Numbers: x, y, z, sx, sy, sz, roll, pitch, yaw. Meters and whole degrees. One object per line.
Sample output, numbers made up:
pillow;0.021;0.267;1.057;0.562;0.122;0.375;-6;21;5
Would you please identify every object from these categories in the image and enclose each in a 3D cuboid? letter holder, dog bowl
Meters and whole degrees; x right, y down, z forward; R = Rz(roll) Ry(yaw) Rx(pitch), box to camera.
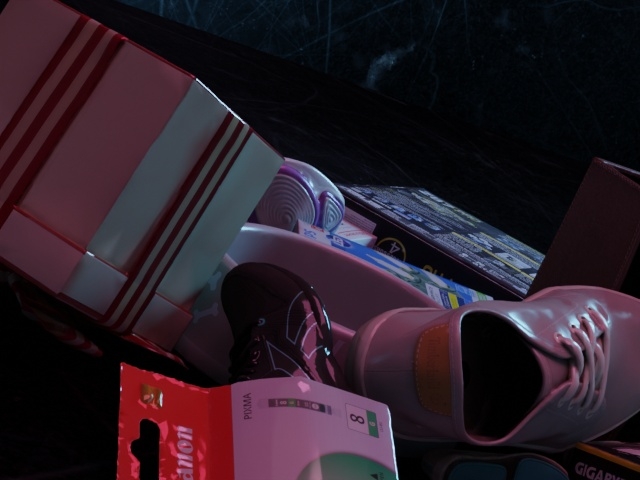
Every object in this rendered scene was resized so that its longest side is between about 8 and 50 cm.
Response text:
letter holder;0.347;0.097;1.889;0.152;0.302;0.214;16;16;-31
dog bowl;0.006;0.092;1.752;0.349;0.102;0.349;22;13;-6

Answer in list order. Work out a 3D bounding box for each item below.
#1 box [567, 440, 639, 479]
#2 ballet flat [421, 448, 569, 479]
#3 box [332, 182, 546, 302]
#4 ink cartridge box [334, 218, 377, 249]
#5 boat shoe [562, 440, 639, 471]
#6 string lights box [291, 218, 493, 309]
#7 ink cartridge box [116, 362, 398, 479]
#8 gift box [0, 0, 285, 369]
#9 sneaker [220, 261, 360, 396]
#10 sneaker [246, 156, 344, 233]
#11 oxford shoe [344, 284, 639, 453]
box;0.438;0.287;1.667;0.322;0.079;0.257;16;1;-31
ballet flat;0.169;0.222;1.634;0.168;0.057;0.052;15;6;-35
box;0.214;0.046;2.312;0.395;0.097;0.318;30;16;24
ink cartridge box;0.000;0.000;2.183;0.181;0.061;0.104;29;14;19
boat shoe;0.355;0.247;1.805;0.219;0.077;0.070;15;7;-31
string lights box;0.078;0.072;2.006;0.260;0.076;0.133;22;15;-8
ink cartridge box;-0.044;0.174;1.318;0.225;0.056;0.181;21;35;-21
gift box;-0.203;-0.038;1.580;0.255;0.258;0.276;30;-5;32
sneaker;-0.037;0.117;1.500;0.106;0.101;0.267;-2;43;-33
sneaker;-0.118;-0.069;2.077;0.305;0.114;0.152;9;14;-21
oxford shoe;0.218;0.126;1.650;0.449;0.169;0.130;2;-6;-45
